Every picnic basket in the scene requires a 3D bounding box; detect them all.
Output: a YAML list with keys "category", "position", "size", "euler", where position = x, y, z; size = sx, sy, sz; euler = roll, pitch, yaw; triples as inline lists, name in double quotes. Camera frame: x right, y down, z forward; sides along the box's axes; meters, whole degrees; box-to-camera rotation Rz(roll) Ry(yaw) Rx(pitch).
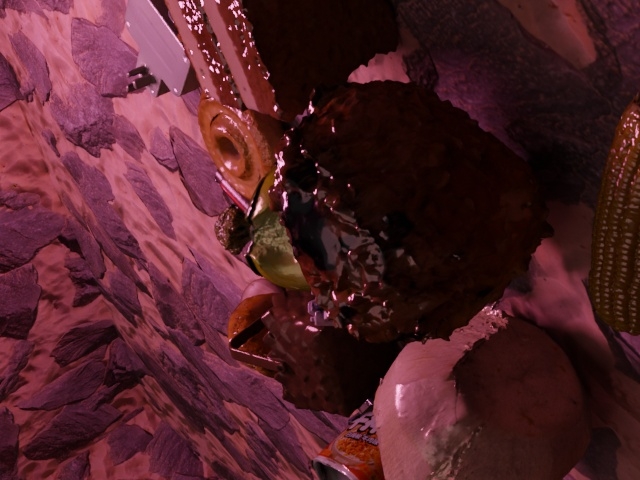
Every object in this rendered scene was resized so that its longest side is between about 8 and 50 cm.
- category: "picnic basket"
  position: [-0.017, 0.212, 1.947]
  size: [0.321, 0.254, 0.291]
  euler: [10, 126, 40]

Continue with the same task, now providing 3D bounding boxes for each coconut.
- category: "coconut"
  position: [0.253, 0.306, 1.495]
  size: [0.346, 0.346, 0.360]
  euler: [47, 145, 18]

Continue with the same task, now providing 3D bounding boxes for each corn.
- category: "corn"
  position: [0.406, -0.028, 1.095]
  size: [0.131, 0.131, 0.344]
  euler: [34, 145, 38]

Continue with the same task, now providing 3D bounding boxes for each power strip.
- category: "power strip"
  position: [-0.357, -0.418, 1.959]
  size: [0.229, 0.141, 0.261]
  euler: [53, 151, 9]

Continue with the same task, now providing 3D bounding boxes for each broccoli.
- category: "broccoli"
  position: [-0.199, -0.028, 2.163]
  size: [0.120, 0.130, 0.131]
  euler: [1, 97, 12]

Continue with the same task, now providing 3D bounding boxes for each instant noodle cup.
- category: "instant noodle cup"
  position: [0.170, 0.449, 1.836]
  size: [0.294, 0.308, 0.294]
  euler: [41, 149, 30]

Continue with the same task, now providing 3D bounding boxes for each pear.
- category: "pear"
  position: [0.000, 0.000, 1.716]
  size: [0.292, 0.159, 0.292]
  euler: [14, 121, 24]

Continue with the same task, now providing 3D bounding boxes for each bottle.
- category: "bottle"
  position: [-0.187, -0.114, 2.101]
  size: [0.164, 0.060, 0.060]
  euler: [45, 152, 23]

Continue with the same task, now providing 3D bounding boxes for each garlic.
- category: "garlic"
  position: [-0.147, 0.170, 2.333]
  size: [0.266, 0.128, 0.148]
  euler: [180, 71, -72]

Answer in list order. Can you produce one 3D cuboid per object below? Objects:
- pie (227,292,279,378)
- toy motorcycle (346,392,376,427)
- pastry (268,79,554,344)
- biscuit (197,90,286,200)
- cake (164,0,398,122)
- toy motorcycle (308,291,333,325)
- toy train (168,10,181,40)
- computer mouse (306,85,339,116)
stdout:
- category: "pie"
  position: [-0.095, 0.232, 2.115]
  size: [0.273, 0.273, 0.069]
  euler: [49, 131, 15]
- category: "toy motorcycle"
  position: [0.133, 0.436, 2.136]
  size: [0.157, 0.091, 0.263]
  euler: [48, 156, 27]
- category: "pastry"
  position: [0.111, -0.029, 1.271]
  size: [0.405, 0.337, 0.292]
  euler: [32, 148, -2]
- category: "biscuit"
  position: [-0.165, -0.210, 1.907]
  size: [0.296, 0.102, 0.296]
  euler: [43, 151, 31]
- category: "cake"
  position: [-0.072, -0.365, 1.399]
  size: [0.290, 0.255, 0.282]
  euler: [24, 141, 55]
- category: "toy motorcycle"
  position: [0.095, 0.137, 1.713]
  size: [0.171, 0.260, 0.110]
  euler: [156, 117, -66]
- category: "toy train"
  position: [-0.222, -0.451, 1.744]
  size: [0.127, 0.089, 0.219]
  euler: [44, 153, 2]
- category: "computer mouse"
  position: [0.032, -0.181, 1.611]
  size: [0.379, 0.090, 0.167]
  euler: [52, 153, 13]
